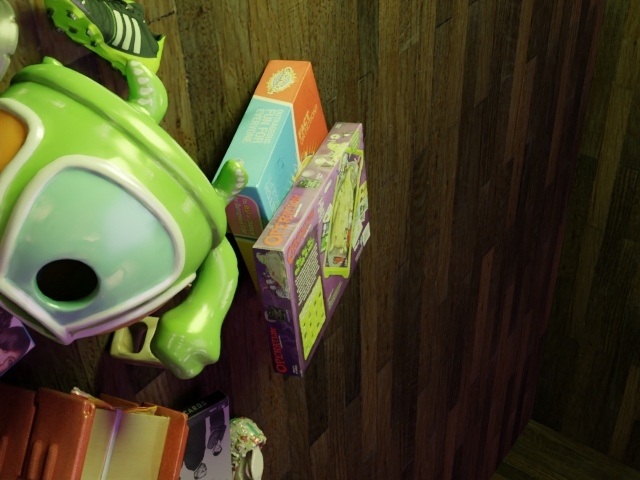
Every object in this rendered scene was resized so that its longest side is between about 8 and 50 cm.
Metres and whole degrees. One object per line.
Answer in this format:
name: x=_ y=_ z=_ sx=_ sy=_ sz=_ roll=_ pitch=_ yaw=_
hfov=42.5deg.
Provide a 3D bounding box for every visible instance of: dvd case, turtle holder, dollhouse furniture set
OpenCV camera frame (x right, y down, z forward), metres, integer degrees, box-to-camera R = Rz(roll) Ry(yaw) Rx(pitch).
dvd case: x=-0.216 y=0.363 z=1.276 sx=0.179 sy=0.029 sz=0.239 roll=-25 pitch=132 yaw=-35
turtle holder: x=-0.224 y=-0.011 z=0.824 sx=0.227 sy=0.243 sz=0.320 roll=-57 pitch=154 yaw=-22
dollhouse furniture set: x=-0.255 y=0.121 z=1.005 sx=0.201 sy=0.152 sz=0.374 roll=34 pitch=63 yaw=-60

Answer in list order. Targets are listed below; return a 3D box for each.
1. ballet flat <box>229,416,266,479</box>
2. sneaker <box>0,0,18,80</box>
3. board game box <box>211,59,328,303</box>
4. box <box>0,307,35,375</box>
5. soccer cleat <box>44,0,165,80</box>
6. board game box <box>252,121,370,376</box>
ballet flat: x=-0.140 y=0.417 z=1.424 sx=0.091 sy=0.077 sz=0.241 roll=-26 pitch=132 yaw=-48
sneaker: x=-0.370 y=-0.099 z=0.689 sx=0.130 sy=0.109 sz=0.286 roll=27 pitch=81 yaw=-50
board game box: x=-0.045 y=-0.058 z=1.187 sx=0.317 sy=0.064 sz=0.242 roll=73 pitch=29 yaw=-49
box: x=-0.409 y=0.145 z=0.814 sx=0.244 sy=0.060 sz=0.101 roll=-47 pitch=145 yaw=-31
soccer cleat: x=-0.224 y=-0.230 z=0.867 sx=0.179 sy=0.060 sz=0.072 roll=37 pitch=69 yaw=-66
board game box: x=0.000 y=0.000 z=1.166 sx=0.347 sy=0.056 sz=0.208 roll=-60 pitch=154 yaw=-51
